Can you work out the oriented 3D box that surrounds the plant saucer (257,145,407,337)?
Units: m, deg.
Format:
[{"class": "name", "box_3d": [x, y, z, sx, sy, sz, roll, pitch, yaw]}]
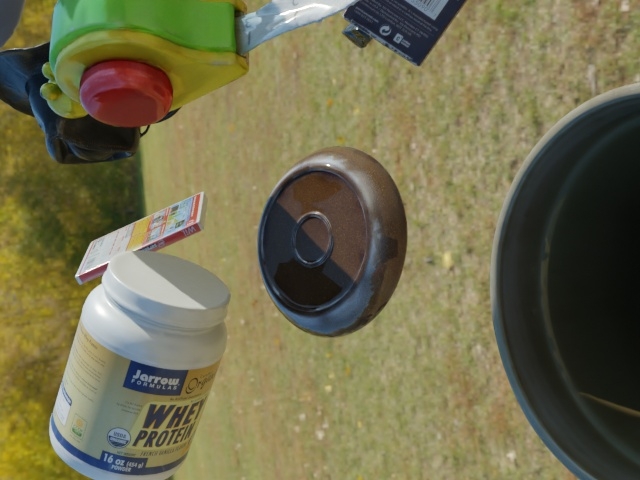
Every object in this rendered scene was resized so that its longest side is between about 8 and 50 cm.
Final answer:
[{"class": "plant saucer", "box_3d": [0.000, 0.000, 1.374, 0.310, 0.050, 0.311, -4, 83, 42]}]

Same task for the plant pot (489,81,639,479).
[{"class": "plant pot", "box_3d": [0.351, 0.042, 0.709, 0.323, 0.280, 0.323, 4, 94, 57]}]

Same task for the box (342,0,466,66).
[{"class": "box", "box_3d": [0.160, -0.445, 1.547, 0.167, 0.168, 0.203, -55, 8, 26]}]

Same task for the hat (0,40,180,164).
[{"class": "hat", "box_3d": [-0.374, -0.190, 1.358, 0.331, 0.331, 0.134, 132, 140, -73]}]

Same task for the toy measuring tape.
[{"class": "toy measuring tape", "box_3d": [-0.098, -0.166, 0.627, 0.330, 0.121, 0.121, -19, 73, 32]}]

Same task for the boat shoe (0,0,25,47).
[{"class": "boat shoe", "box_3d": [-0.509, -0.411, 1.339, 0.084, 0.095, 0.258, 45, 117, 27]}]

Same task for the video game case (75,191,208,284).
[{"class": "video game case", "box_3d": [-0.378, -0.009, 1.850, 0.204, 0.285, 0.025, -102, -13, -69]}]

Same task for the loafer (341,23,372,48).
[{"class": "loafer", "box_3d": [0.093, -0.462, 1.883, 0.061, 0.062, 0.170, -54, 17, -1]}]

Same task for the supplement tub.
[{"class": "supplement tub", "box_3d": [-0.280, 0.197, 1.359, 0.228, 0.228, 0.316, -122, 49, -63]}]
